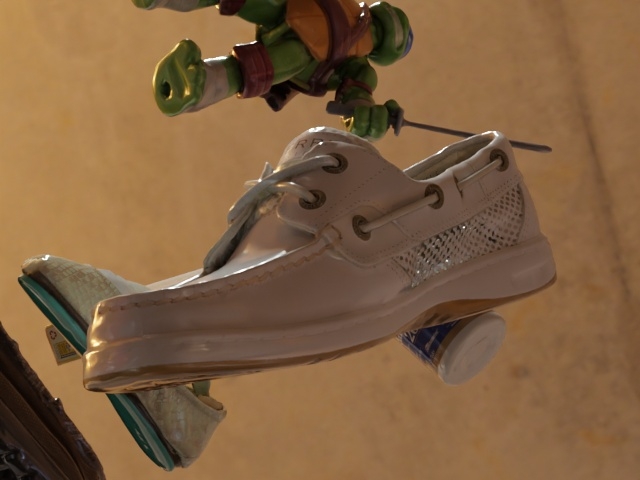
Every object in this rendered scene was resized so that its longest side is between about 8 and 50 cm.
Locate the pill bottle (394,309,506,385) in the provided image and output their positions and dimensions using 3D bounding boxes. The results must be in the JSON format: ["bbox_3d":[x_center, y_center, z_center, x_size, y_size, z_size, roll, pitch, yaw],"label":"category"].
[{"bbox_3d":[0.079,0.050,1.187,0.120,0.067,0.067,42,-54,30],"label":"pill bottle"}]

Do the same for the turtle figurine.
[{"bbox_3d":[0.007,-0.181,1.208,0.274,0.266,0.198,25,-64,49],"label":"turtle figurine"}]

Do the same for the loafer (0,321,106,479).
[{"bbox_3d":[-0.243,0.047,0.940,0.133,0.130,0.366,-21,-65,33],"label":"loafer"}]

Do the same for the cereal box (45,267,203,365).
[{"bbox_3d":[-0.120,0.054,1.477,0.240,0.173,0.047,-17,-88,35],"label":"cereal box"}]

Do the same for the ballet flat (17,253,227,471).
[{"bbox_3d":[-0.091,0.049,0.748,0.057,0.052,0.168,32,-21,37],"label":"ballet flat"}]

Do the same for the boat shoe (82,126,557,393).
[{"bbox_3d":[0.000,0.000,0.670,0.098,0.277,0.096,-10,-87,39],"label":"boat shoe"}]
